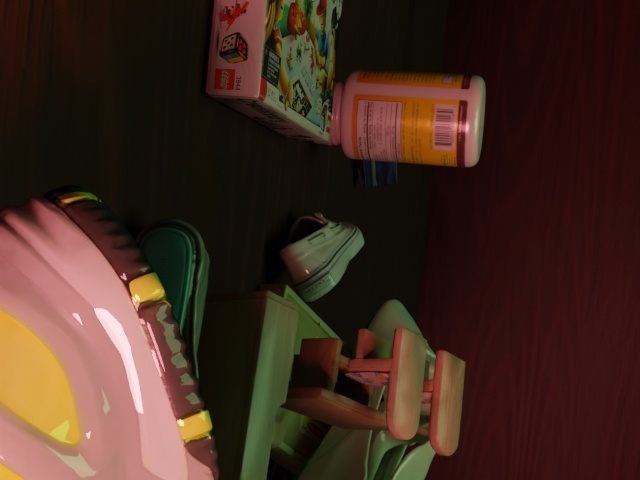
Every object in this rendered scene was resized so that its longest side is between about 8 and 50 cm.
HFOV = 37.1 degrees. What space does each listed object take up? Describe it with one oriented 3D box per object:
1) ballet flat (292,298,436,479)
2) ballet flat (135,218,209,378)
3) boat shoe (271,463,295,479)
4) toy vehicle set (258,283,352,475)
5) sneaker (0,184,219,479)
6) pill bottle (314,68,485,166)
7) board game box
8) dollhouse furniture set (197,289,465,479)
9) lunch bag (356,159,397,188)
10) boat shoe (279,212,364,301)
[{"bbox_3d":[0.082,0.213,1.101,0.400,0.139,0.139,-57,151,-50],"label":"ballet flat"},{"bbox_3d":[-0.115,0.092,0.679,0.068,0.072,0.213,76,22,-74],"label":"ballet flat"},{"bbox_3d":[-0.022,0.268,1.174,0.060,0.064,0.178,-56,-170,45],"label":"boat shoe"},{"bbox_3d":[-0.011,0.184,1.105,0.267,0.035,0.166,50,44,-50],"label":"toy vehicle set"},{"bbox_3d":[-0.108,0.173,0.447,0.145,0.147,0.385,14,-56,65],"label":"sneaker"},{"bbox_3d":[0.099,-0.158,1.220,0.117,0.214,0.117,6,90,-78],"label":"pill bottle"},{"bbox_3d":[-0.035,-0.213,0.950,0.305,0.053,0.193,4,91,-78],"label":"board game box"},{"bbox_3d":[-0.022,0.160,0.840,0.242,0.212,0.161,31,61,-48],"label":"dollhouse furniture set"},{"bbox_3d":[0.090,-0.132,1.563,0.067,0.065,0.099,-94,179,-51],"label":"lunch bag"},{"bbox_3d":[0.000,0.000,1.154,0.076,0.083,0.226,56,11,-9],"label":"boat shoe"}]
